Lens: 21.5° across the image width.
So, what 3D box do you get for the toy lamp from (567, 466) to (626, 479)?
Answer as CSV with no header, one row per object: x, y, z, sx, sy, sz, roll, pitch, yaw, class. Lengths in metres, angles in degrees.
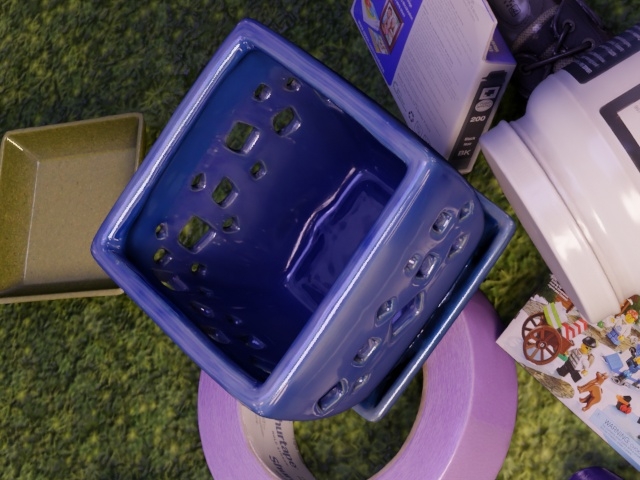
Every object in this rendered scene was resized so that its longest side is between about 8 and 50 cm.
0.249,0.260,1.236,0.080,0.080,0.275,-48,28,11,toy lamp

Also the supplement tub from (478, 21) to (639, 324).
0.277,-0.077,1.271,0.272,0.191,0.191,-31,60,3,supplement tub

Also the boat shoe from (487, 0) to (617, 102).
0.197,-0.163,1.443,0.103,0.092,0.285,-42,58,15,boat shoe

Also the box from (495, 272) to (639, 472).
0.273,0.093,1.345,0.233,0.044,0.159,42,100,34,box

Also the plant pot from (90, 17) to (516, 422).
0.000,0.000,1.338,0.236,0.212,0.236,39,98,34,plant pot

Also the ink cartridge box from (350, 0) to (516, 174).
0.101,-0.197,1.469,0.208,0.045,0.206,108,144,-54,ink cartridge box

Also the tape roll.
0.029,0.133,1.462,0.274,0.090,0.275,-10,70,29,tape roll

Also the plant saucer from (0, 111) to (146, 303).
-0.250,-0.026,1.716,0.188,0.045,0.188,-5,72,31,plant saucer
